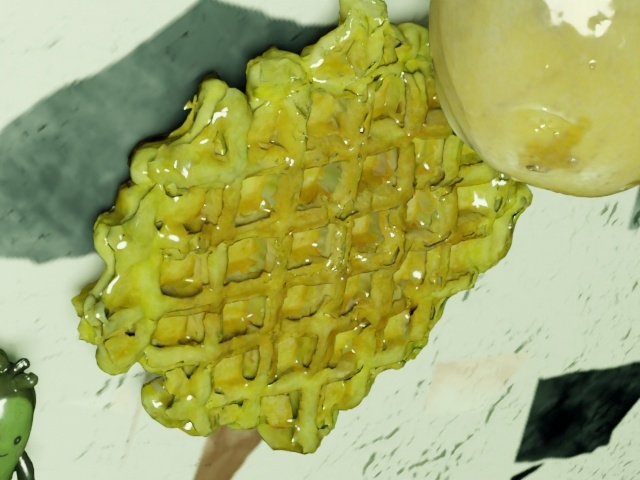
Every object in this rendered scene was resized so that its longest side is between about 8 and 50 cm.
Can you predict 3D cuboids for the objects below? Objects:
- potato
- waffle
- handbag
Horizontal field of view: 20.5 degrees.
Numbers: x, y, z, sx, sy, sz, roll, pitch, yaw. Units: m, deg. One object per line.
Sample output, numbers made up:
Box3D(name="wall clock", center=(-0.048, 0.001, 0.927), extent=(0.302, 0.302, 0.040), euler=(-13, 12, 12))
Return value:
Box3D(name="potato", center=(0.131, -0.136, 0.818), extent=(0.150, 0.146, 0.234), euler=(-47, 147, -72))
Box3D(name="waffle", center=(-0.001, -0.001, 0.896), extent=(0.245, 0.052, 0.254), euler=(-50, 138, 2))
Box3D(name="handbag", center=(-0.168, 0.098, 0.846), extent=(0.072, 0.047, 0.111), euler=(6, 120, -41))
